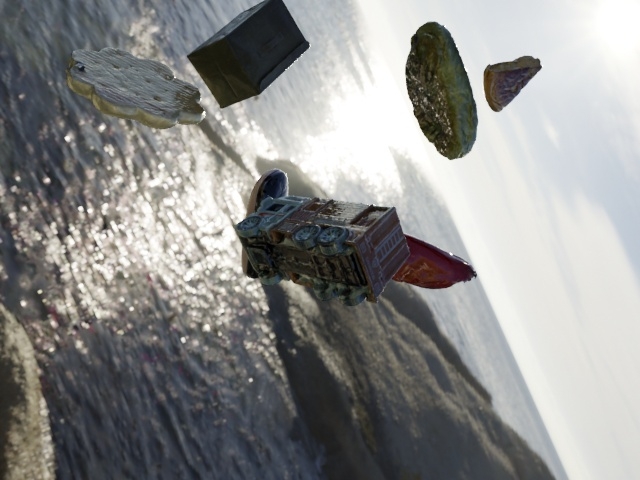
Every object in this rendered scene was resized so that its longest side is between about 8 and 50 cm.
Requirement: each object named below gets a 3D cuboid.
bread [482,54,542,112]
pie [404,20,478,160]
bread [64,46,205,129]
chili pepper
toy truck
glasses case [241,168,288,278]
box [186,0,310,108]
[{"bbox_3d":[0.413,-0.347,1.592,0.136,0.154,0.054,100,-31,-47],"label":"bread"},{"bbox_3d":[0.236,-0.297,1.422,0.277,0.078,0.277,159,-90,-86],"label":"pie"},{"bbox_3d":[-0.399,-0.328,1.525,0.315,0.054,0.316,21,28,-12],"label":"bread"},{"bbox_3d":[0.132,0.021,1.443,0.110,0.387,0.110,19,90,-87],"label":"chili pepper"},{"bbox_3d":[0.000,0.000,1.256,0.162,0.305,0.136,-43,126,-33],"label":"toy truck"},{"bbox_3d":[-0.143,-0.038,1.816,0.122,0.075,0.315,-40,148,-49],"label":"glasses case"},{"bbox_3d":[-0.163,-0.444,1.657,0.149,0.155,0.231,56,51,-23],"label":"box"}]
